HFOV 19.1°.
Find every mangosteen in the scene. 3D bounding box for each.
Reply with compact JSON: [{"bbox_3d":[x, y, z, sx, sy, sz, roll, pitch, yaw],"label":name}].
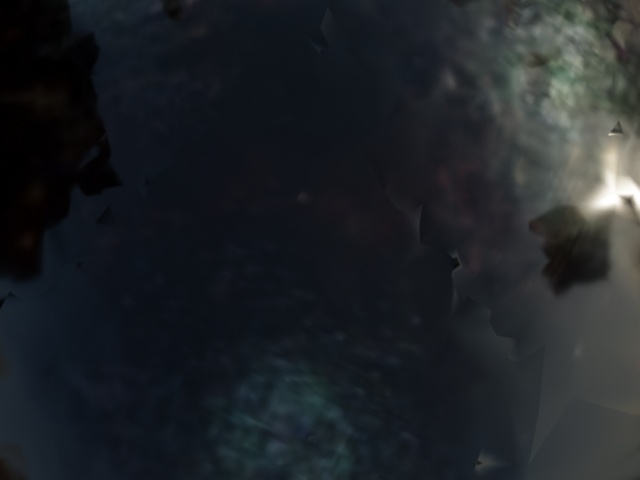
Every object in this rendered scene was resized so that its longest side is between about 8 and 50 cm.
[{"bbox_3d":[0.000,0.000,0.489,0.288,0.288,0.288,0,100,-1],"label":"mangosteen"}]
